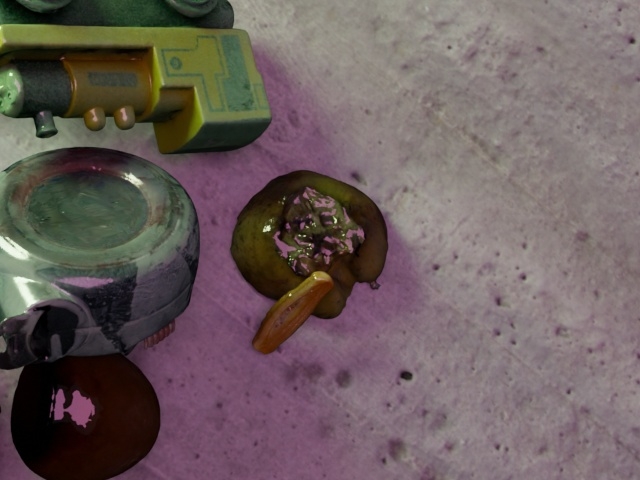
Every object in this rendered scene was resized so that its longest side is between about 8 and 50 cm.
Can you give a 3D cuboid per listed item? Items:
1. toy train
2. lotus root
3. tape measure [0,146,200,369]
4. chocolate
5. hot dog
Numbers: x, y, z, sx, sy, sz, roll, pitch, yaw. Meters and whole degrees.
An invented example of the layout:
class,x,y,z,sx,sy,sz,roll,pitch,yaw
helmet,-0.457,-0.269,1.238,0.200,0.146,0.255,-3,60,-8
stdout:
class,x,y,z,sx,sy,sz,roll,pitch,yaw
toy train,-0.247,-0.216,1.358,0.368,0.150,0.237,-7,78,-39
lotus root,-0.004,-0.002,1.463,0.203,0.078,0.183,18,78,-10
tape measure,-0.275,0.015,1.321,0.275,0.147,0.256,-16,48,-29
chocolate,-0.267,0.199,1.339,0.176,0.177,0.177,2,80,-12
hot dog,-0.037,0.086,1.428,0.044,0.028,0.137,27,118,-28
